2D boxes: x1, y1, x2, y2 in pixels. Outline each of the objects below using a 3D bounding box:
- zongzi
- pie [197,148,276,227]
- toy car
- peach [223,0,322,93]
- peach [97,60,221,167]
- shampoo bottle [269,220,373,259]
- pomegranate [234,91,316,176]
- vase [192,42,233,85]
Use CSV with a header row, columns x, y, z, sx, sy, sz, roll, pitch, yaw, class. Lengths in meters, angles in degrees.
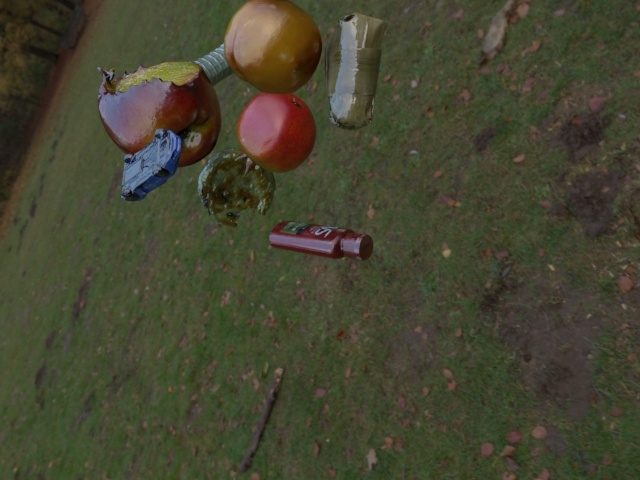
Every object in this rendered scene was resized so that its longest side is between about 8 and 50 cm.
x,y,z,sx,sy,sz,roll,pitch,yaw,class
0.035,-0.247,0.733,0.176,0.079,0.160,-154,73,-72,zongzi
-0.296,-0.191,1.701,0.302,0.302,0.067,-57,36,14,pie
-0.345,-0.152,0.978,0.216,0.063,0.103,-21,63,37,toy car
-0.072,-0.279,0.680,0.138,0.138,0.138,-29,50,42,peach
-0.483,-0.379,1.445,0.406,0.335,0.310,24,131,38,peach
0.000,-0.001,1.340,0.314,0.118,0.076,9,116,39,shampoo bottle
-0.132,-0.285,1.304,0.257,0.221,0.221,-40,43,23,pomegranate
-0.344,-0.624,1.654,0.143,0.143,0.299,-12,29,50,vase
